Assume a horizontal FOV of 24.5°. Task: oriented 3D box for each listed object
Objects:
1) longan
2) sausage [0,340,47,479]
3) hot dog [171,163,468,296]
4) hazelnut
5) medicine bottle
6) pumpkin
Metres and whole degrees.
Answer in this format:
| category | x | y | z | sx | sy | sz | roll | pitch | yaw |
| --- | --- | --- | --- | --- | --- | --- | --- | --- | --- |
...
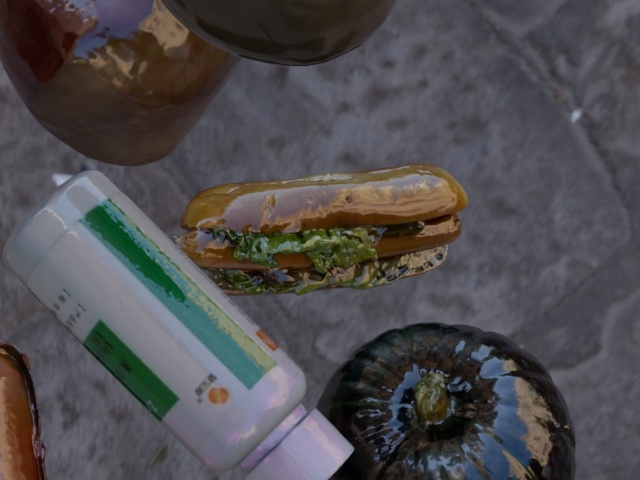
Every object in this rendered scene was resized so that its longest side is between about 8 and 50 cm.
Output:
| category | x | y | z | sx | sy | sz | roll | pitch | yaw |
| --- | --- | --- | --- | --- | --- | --- | --- | --- | --- |
| longan | -0.035 | -0.199 | 0.862 | 0.204 | 0.159 | 0.185 | 43 | 31 | -22 |
| sausage | -0.275 | 0.237 | 1.241 | 0.102 | 0.102 | 0.330 | -8 | 67 | -16 |
| hot dog | 0.000 | 0.000 | 1.464 | 0.337 | 0.135 | 0.100 | -6 | 49 | -31 |
| hazelnut | -0.275 | -0.283 | 1.952 | 0.366 | 0.366 | 0.365 | 5 | 63 | -10 |
| medicine bottle | -0.092 | 0.071 | 0.980 | 0.260 | 0.095 | 0.095 | 44 | 63 | 5 |
| pumpkin | 0.113 | 0.184 | 1.372 | 0.250 | 0.216 | 0.250 | -7 | 52 | 10 |
